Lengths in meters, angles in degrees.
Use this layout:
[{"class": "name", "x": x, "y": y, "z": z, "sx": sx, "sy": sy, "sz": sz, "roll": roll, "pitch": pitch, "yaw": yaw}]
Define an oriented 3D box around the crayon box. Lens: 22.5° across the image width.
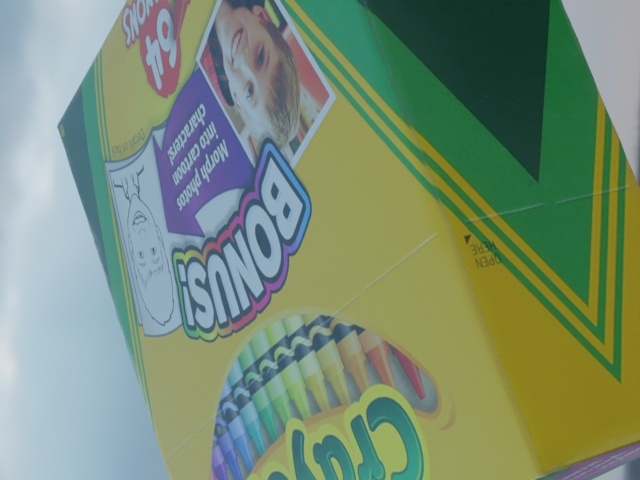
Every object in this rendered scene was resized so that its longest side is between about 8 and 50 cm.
[{"class": "crayon box", "x": 0.000, "y": 0.000, "z": 0.784, "sx": 0.363, "sy": 0.106, "sz": 0.313, "roll": -44, "pitch": 61, "yaw": 58}]
